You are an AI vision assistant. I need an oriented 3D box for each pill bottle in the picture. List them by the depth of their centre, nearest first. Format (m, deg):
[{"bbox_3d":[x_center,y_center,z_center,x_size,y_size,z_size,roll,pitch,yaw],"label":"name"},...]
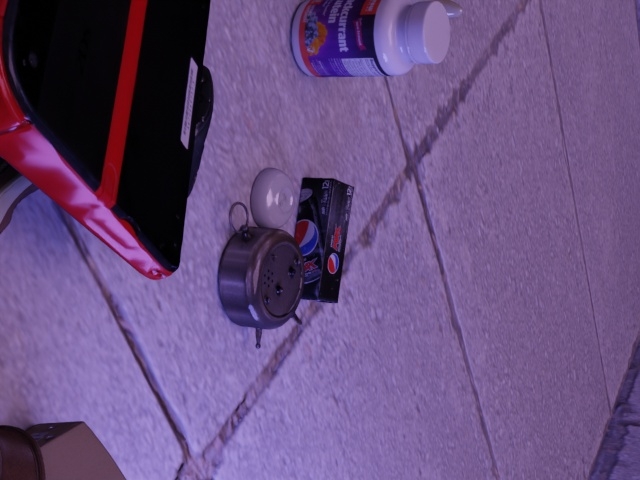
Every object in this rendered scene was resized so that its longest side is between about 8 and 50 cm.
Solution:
[{"bbox_3d":[0.068,-0.272,1.350,0.108,0.193,0.108,-11,103,-58],"label":"pill bottle"}]

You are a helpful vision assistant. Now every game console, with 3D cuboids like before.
[{"bbox_3d":[-0.197,-0.200,0.924,0.342,0.060,0.387,59,31,-59],"label":"game console"}]

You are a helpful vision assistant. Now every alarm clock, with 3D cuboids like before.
[{"bbox_3d":[-0.076,0.033,1.289,0.129,0.064,0.192,-54,133,-40],"label":"alarm clock"}]

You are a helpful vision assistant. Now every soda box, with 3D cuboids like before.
[{"bbox_3d":[0.000,0.000,1.410,0.060,0.053,0.169,17,79,-57],"label":"soda box"}]

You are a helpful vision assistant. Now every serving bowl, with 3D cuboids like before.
[{"bbox_3d":[-0.057,-0.054,1.336,0.083,0.027,0.083,-13,105,-56],"label":"serving bowl"}]

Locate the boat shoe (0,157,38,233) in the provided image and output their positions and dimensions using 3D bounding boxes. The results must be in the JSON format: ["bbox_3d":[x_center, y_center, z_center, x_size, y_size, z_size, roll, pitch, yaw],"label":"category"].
[{"bbox_3d":[-0.285,-0.088,0.901,0.095,0.095,0.257,57,47,-37],"label":"boat shoe"}]

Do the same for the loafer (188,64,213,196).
[{"bbox_3d":[-0.169,-0.095,1.119,0.078,0.076,0.223,113,-10,-66],"label":"loafer"}]

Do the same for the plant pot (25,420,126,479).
[{"bbox_3d":[-0.261,0.233,0.978,0.109,0.109,0.096,-26,104,-54],"label":"plant pot"}]

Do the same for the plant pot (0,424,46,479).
[{"bbox_3d":[-0.337,0.200,0.805,0.165,0.167,0.167,39,61,-44],"label":"plant pot"}]

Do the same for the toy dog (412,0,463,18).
[{"bbox_3d":[0.205,-0.452,1.346,0.284,0.407,0.395,-53,136,-40],"label":"toy dog"}]
